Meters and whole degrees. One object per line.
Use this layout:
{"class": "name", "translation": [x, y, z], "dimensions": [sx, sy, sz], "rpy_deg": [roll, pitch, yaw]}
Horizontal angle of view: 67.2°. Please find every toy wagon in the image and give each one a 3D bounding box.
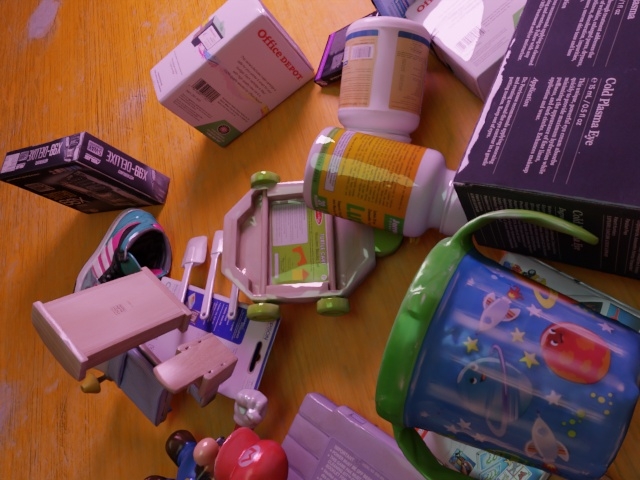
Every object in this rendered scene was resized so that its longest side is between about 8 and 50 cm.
{"class": "toy wagon", "translation": [0.000, 0.000, 0.837], "dimensions": [0.345, 0.068, 0.267], "rpy_deg": [-5, 68, 8]}

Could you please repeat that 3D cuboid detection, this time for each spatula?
{"class": "spatula", "translation": [-0.215, 0.066, 0.950], "dimensions": [0.168, 0.019, 0.242], "rpy_deg": [-12, 47, 14]}

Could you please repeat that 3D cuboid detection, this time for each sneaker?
{"class": "sneaker", "translation": [-0.430, 0.075, 1.071], "dimensions": [0.178, 0.124, 0.295], "rpy_deg": [15, 79, 44]}

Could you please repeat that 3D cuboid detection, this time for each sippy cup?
{"class": "sippy cup", "translation": [0.211, 0.139, 0.537], "dimensions": [0.224, 0.305, 0.240], "rpy_deg": [21, 49, 26]}

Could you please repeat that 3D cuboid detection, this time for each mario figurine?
{"class": "mario figurine", "translation": [-0.181, 0.339, 0.739], "dimensions": [0.321, 0.170, 0.198], "rpy_deg": [-27, 63, 43]}

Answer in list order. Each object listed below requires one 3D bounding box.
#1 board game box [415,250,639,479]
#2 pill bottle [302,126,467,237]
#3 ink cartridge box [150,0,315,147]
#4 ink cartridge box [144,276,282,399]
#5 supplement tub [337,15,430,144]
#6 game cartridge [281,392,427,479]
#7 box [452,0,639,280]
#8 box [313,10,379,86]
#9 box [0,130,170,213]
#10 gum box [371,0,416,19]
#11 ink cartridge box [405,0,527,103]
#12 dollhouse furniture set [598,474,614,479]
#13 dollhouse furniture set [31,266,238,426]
{"class": "board game box", "translation": [0.261, 0.183, 0.648], "dimensions": [0.193, 0.053, 0.305], "rpy_deg": [34, 91, 37]}
{"class": "pill bottle", "translation": [0.109, -0.083, 0.738], "dimensions": [0.246, 0.136, 0.136], "rpy_deg": [17, 81, 16]}
{"class": "ink cartridge box", "translation": [-0.184, -0.359, 1.031], "dimensions": [0.278, 0.201, 0.117], "rpy_deg": [-34, 58, 16]}
{"class": "ink cartridge box", "translation": [-0.209, 0.186, 0.925], "dimensions": [0.333, 0.065, 0.165], "rpy_deg": [13, 78, 35]}
{"class": "supplement tub", "translation": [0.106, -0.262, 0.830], "dimensions": [0.144, 0.144, 0.199], "rpy_deg": [12, 100, 34]}
{"class": "game cartridge", "translation": [0.075, 0.399, 0.678], "dimensions": [0.355, 0.068, 0.230], "rpy_deg": [25, 82, 35]}
{"class": "box", "translation": [0.384, -0.142, 0.594], "dimensions": [0.313, 0.179, 0.343], "rpy_deg": [15, 71, 35]}
{"class": "box", "translation": [0.057, -0.381, 0.968], "dimensions": [0.162, 0.029, 0.116], "rpy_deg": [3, 72, 56]}
{"class": "box", "translation": [-0.562, -0.149, 1.157], "dimensions": [0.308, 0.242, 0.076], "rpy_deg": [-3, 70, 29]}
{"class": "gum box", "translation": [0.183, -0.469, 0.879], "dimensions": [0.184, 0.157, 0.041], "rpy_deg": [-50, 55, 5]}
{"class": "ink cartridge box", "translation": [0.275, -0.364, 0.823], "dimensions": [0.160, 0.093, 0.219], "rpy_deg": [-38, 57, 13]}
{"class": "dollhouse furniture set", "translation": [0.414, 0.431, 0.406], "dimensions": [0.394, 0.256, 0.362], "rpy_deg": [33, 91, 14]}
{"class": "dollhouse furniture set", "translation": [-0.342, 0.253, 0.833], "dimensions": [0.286, 0.198, 0.303], "rpy_deg": [38, 124, 22]}
